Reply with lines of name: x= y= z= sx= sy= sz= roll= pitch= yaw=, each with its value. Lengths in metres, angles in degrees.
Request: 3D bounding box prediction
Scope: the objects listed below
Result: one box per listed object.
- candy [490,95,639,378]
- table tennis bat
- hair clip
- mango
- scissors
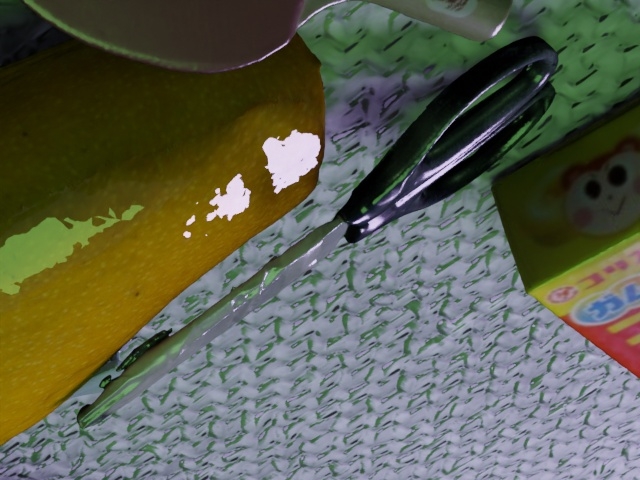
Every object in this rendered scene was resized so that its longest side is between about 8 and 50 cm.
candy: x=0.237 y=0.018 z=0.851 sx=0.146 sy=0.088 sz=0.276 roll=-30 pitch=140 yaw=23
table tennis bat: x=-0.022 y=-0.130 z=0.582 sx=0.247 sy=0.022 sz=0.138 roll=14 pitch=106 yaw=-31
hair clip: x=-0.159 y=0.083 z=0.865 sx=0.115 sy=0.039 sz=0.030 roll=-19 pitch=136 yaw=26
mango: x=-0.155 y=0.005 z=0.667 sx=0.359 sy=0.144 sz=0.187 roll=-35 pitch=156 yaw=16
scissors: x=0.000 y=0.000 z=0.703 sx=0.300 sy=0.022 sz=0.109 roll=-36 pitch=160 yaw=-7
